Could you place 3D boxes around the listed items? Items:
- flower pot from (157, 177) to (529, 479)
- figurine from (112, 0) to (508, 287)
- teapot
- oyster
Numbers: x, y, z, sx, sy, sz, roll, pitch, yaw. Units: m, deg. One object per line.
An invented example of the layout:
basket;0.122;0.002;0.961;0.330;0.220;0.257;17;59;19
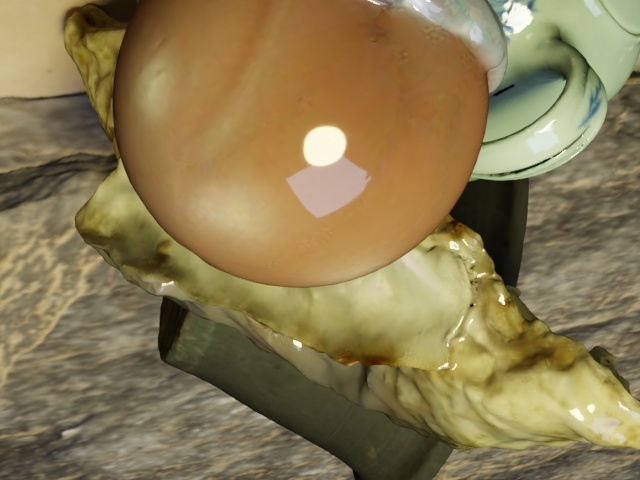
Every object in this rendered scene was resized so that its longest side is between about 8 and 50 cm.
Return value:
flower pot;-0.002;0.014;0.847;0.148;0.235;0.235;15;141;-12
figurine;0.059;-0.188;0.496;0.388;0.276;0.248;-33;-170;32
teapot;0.087;-0.113;0.675;0.159;0.232;0.159;9;140;7
oyster;-0.003;0.004;0.684;0.110;0.341;0.166;-62;163;7
